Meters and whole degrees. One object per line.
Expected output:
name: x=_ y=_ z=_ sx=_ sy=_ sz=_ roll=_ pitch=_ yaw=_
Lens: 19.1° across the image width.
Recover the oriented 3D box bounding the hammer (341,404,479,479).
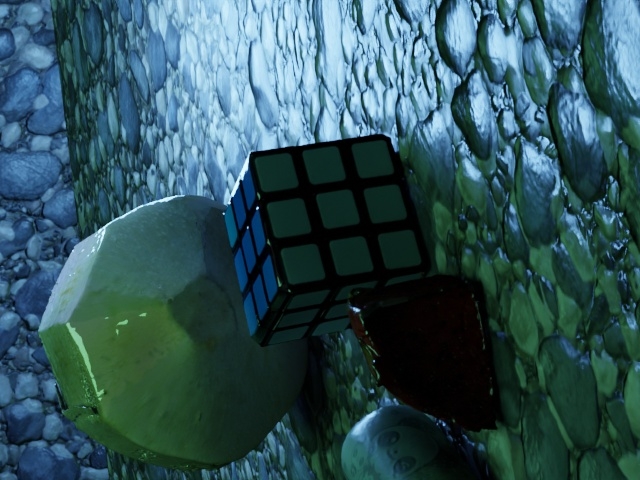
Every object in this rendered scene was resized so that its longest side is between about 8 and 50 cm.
hammer: x=0.028 y=0.316 z=1.890 sx=0.113 sy=0.305 sz=0.202 roll=40 pitch=-174 yaw=-29

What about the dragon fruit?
dragon fruit: x=0.093 y=0.113 z=1.814 sx=0.127 sy=0.120 sz=0.161 roll=163 pitch=93 yaw=-78

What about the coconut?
coconut: x=-0.173 y=0.115 z=2.341 sx=0.352 sy=0.352 sz=0.352 roll=171 pitch=90 yaw=-73

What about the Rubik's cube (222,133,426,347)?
Rubik's cube: x=0.000 y=0.000 z=1.973 sx=0.160 sy=0.163 sz=0.162 roll=120 pitch=136 yaw=-64
